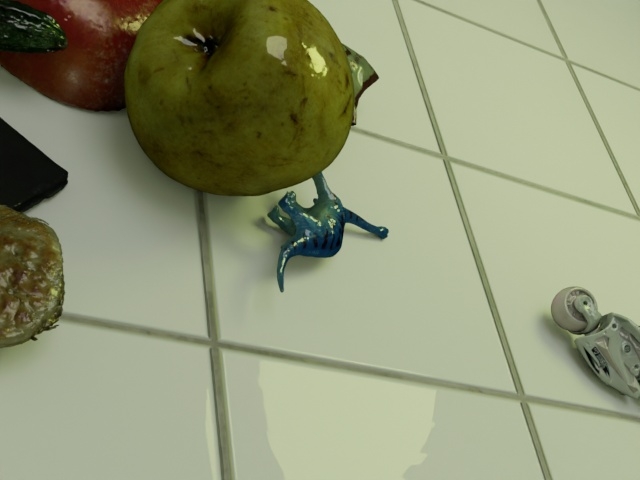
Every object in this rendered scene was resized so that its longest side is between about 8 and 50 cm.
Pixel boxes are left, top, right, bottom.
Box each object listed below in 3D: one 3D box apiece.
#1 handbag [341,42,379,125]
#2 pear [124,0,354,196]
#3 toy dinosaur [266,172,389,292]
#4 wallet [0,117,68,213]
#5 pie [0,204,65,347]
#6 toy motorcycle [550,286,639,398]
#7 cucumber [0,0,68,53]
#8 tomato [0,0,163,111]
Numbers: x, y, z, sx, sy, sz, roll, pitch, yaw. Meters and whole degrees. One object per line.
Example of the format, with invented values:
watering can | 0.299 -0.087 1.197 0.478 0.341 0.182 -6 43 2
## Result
handbag | -0.025 -0.278 1.586 0.235 0.127 0.213 25 38 2
pear | -0.099 -0.199 1.322 0.304 0.304 0.303 21 42 -21
toy dinosaur | -0.013 -0.026 1.391 0.144 0.076 0.329 53 30 7
wallet | -0.451 -0.137 1.190 0.285 0.030 0.146 39 34 2
pie | -0.361 0.040 1.054 0.163 0.079 0.193 9 47 -21
toy motorcycle | 0.471 0.178 1.563 0.254 0.112 0.112 40 39 -1
cucumber | -0.458 -0.285 1.239 0.266 0.077 0.077 7 45 -4
tomato | -0.332 -0.347 1.399 0.339 0.143 0.338 20 45 -22
